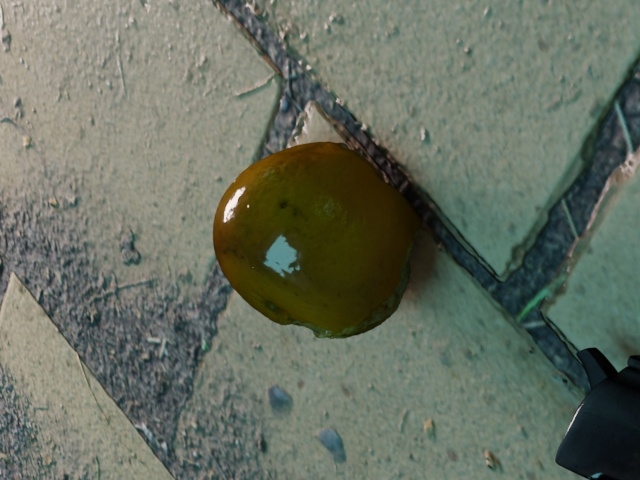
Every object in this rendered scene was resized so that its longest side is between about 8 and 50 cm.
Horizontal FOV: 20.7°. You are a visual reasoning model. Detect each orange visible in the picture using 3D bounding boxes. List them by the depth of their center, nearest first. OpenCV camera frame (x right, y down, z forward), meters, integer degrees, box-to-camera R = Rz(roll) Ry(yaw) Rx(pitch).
[{"bbox_3d":[0.000,0.000,1.263,0.156,0.134,0.156,34,175,4],"label":"orange"}]

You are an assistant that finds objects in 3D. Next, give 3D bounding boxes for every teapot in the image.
[{"bbox_3d":[0.226,0.111,1.082,0.177,0.087,0.096,21,102,44],"label":"teapot"}]
